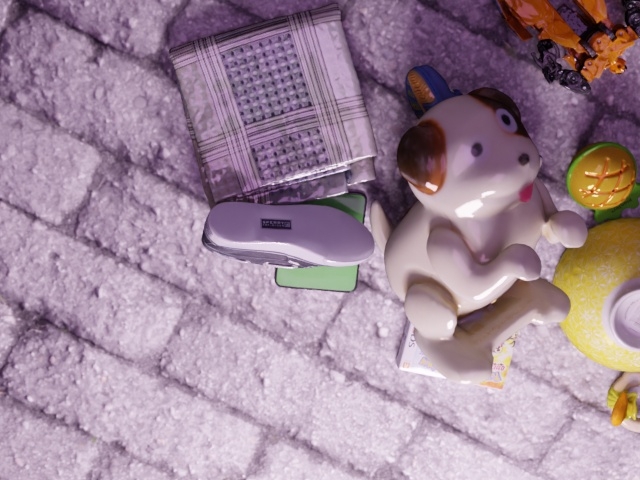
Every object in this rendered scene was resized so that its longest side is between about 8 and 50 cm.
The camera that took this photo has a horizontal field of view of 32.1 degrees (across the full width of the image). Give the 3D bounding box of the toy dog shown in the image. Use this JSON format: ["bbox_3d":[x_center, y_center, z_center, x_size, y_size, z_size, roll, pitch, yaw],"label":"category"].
[{"bbox_3d":[0.248,-0.048,1.807,0.284,0.395,0.408,-24,137,-23],"label":"toy dog"}]

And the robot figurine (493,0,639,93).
[{"bbox_3d":[0.418,-0.393,1.887,0.211,0.085,0.291,-43,102,8],"label":"robot figurine"}]

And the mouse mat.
[{"bbox_3d":[0.000,0.000,2.004,0.152,0.007,0.190,5,105,-4],"label":"mouse mat"}]

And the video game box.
[{"bbox_3d":[0.258,0.165,2.040,0.205,0.048,0.187,11,105,-6],"label":"video game box"}]

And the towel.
[{"bbox_3d":[-0.077,-0.214,1.917,0.312,0.056,0.324,-15,104,1],"label":"towel"}]

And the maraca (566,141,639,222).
[{"bbox_3d":[0.505,-0.102,1.963,0.127,0.099,0.186,-34,129,14],"label":"maraca"}]

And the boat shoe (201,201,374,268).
[{"bbox_3d":[-0.059,0.003,1.948,0.301,0.102,0.108,4,63,-15],"label":"boat shoe"}]

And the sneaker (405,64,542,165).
[{"bbox_3d":[0.266,-0.204,1.928,0.131,0.112,0.296,-42,110,-4],"label":"sneaker"}]

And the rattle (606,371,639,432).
[{"bbox_3d":[0.632,0.327,2.045,0.199,0.143,0.130,36,92,2],"label":"rattle"}]

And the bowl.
[{"bbox_3d":[0.560,0.116,1.964,0.289,0.156,0.289,2,106,7],"label":"bowl"}]
